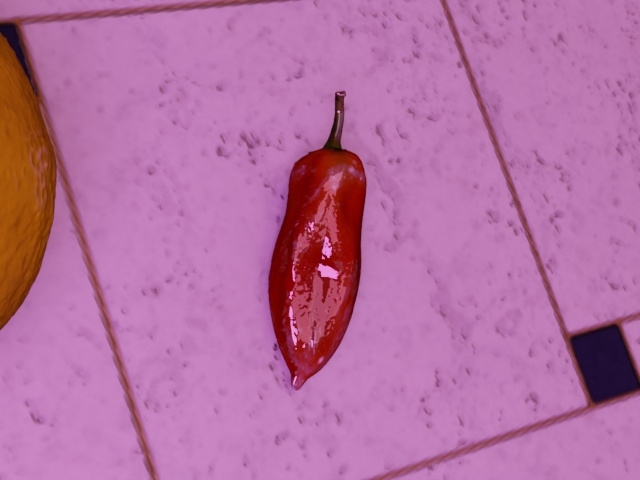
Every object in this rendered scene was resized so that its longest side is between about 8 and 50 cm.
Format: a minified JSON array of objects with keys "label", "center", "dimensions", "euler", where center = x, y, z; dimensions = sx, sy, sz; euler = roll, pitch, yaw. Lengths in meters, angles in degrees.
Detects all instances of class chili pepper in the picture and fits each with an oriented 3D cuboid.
[{"label":"chili pepper","center":[0.001,0.000,0.836],"dimensions":[0.059,0.050,0.191],"euler":[16,76,-27]}]

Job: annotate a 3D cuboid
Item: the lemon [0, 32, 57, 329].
[{"label":"lemon","center":[-0.236,-0.024,0.609],"dimensions":[0.219,0.240,0.240],"euler":[23,52,-67]}]
